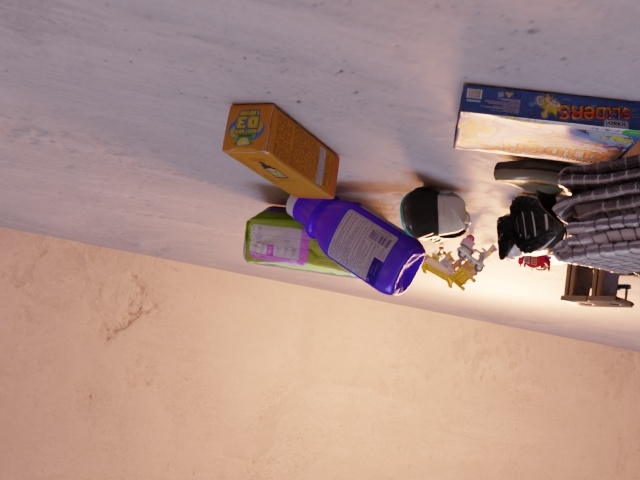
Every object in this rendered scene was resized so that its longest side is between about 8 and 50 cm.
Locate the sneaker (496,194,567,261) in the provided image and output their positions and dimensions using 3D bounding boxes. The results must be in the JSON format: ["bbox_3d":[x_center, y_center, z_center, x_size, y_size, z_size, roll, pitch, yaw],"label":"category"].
[{"bbox_3d":[0.383,-0.023,1.290,0.108,0.100,0.271,-5,174,1],"label":"sneaker"}]

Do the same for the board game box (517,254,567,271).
[{"bbox_3d":[0.513,0.056,1.771,0.169,0.033,0.133,12,170,-14],"label":"board game box"}]

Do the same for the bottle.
[{"bbox_3d":[0.057,-0.010,1.380,0.283,0.118,0.092,33,-166,29],"label":"bottle"}]

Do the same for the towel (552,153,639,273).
[{"bbox_3d":[0.452,-0.038,0.902,0.284,0.121,0.235,-12,166,41],"label":"towel"}]

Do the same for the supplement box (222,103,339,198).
[{"bbox_3d":[-0.052,-0.128,1.110,0.078,0.080,0.233,4,171,25],"label":"supplement box"}]

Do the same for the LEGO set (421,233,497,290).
[{"bbox_3d":[0.322,0.036,1.760,0.132,0.107,0.287,49,163,-14],"label":"LEGO set"}]

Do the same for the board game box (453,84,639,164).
[{"bbox_3d":[0.263,-0.134,0.877,0.201,0.035,0.136,8,171,9],"label":"board game box"}]

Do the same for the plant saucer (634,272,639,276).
[{"bbox_3d":[0.562,0.028,1.237,0.278,0.041,0.278,34,-179,-1],"label":"plant saucer"}]

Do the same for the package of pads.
[{"bbox_3d":[0.000,0.000,1.564,0.297,0.101,0.229,8,-169,6],"label":"package of pads"}]

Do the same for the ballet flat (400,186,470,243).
[{"bbox_3d":[0.216,-0.046,1.323,0.096,0.095,0.280,-4,177,18],"label":"ballet flat"}]

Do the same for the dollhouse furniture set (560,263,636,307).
[{"bbox_3d":[0.609,0.080,1.517,0.184,0.129,0.129,17,168,-34],"label":"dollhouse furniture set"}]

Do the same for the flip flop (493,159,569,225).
[{"bbox_3d":[0.373,-0.056,1.087,0.277,0.080,0.112,12,171,-26],"label":"flip flop"}]
